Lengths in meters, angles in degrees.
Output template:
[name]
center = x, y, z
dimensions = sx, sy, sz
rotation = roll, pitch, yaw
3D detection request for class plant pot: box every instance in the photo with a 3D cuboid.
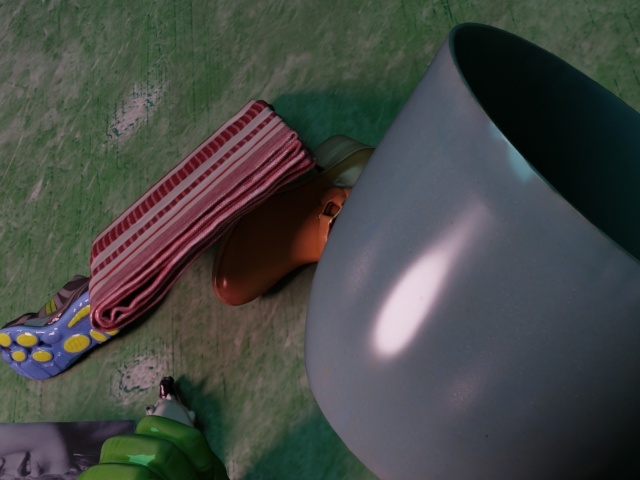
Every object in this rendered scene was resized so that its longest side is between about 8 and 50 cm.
[plant pot]
center = 0.129, 0.043, 1.049
dimensions = 0.235, 0.293, 0.293
rotation = -52, 30, 23

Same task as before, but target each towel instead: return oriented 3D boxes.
[towel]
center = -0.119, -0.032, 1.506
dimensions = 0.237, 0.037, 0.329
rotation = -40, 13, 1

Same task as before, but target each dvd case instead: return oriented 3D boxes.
[dvd case]
center = -0.267, 0.217, 1.396
dimensions = 0.221, 0.018, 0.164
rotation = -1, 38, -9

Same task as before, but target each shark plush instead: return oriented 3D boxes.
[shark plush]
center = -0.145, 0.172, 1.410
dimensions = 0.161, 0.073, 0.067
rotation = -109, 37, -48

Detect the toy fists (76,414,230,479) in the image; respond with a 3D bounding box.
[toy fists]
center = -0.136, 0.265, 1.220
dimensions = 0.096, 0.142, 0.279
rotation = -13, 46, 40

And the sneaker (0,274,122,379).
[sneaker]
center = -0.249, 0.081, 1.620
dimensions = 0.188, 0.067, 0.078
rotation = -27, 18, 30

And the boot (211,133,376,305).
[boot]
center = 0.000, 0.000, 1.413
dimensions = 0.197, 0.073, 0.152
rotation = -50, 38, -1
